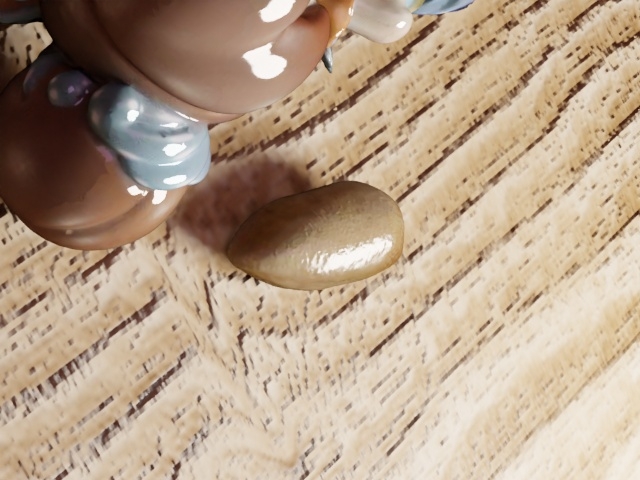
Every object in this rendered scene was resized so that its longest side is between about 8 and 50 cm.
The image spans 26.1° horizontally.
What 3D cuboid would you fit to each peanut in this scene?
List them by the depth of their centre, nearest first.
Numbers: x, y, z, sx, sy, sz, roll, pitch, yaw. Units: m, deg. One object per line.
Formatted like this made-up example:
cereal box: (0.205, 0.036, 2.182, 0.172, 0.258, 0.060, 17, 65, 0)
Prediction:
peanut: (0.000, 0.000, 0.994, 0.152, 0.076, 0.076, -12, 89, -38)

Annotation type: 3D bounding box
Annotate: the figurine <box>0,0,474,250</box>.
figurine: (-0.060, -0.190, 0.897, 0.388, 0.248, 0.277, -36, 103, -49)
